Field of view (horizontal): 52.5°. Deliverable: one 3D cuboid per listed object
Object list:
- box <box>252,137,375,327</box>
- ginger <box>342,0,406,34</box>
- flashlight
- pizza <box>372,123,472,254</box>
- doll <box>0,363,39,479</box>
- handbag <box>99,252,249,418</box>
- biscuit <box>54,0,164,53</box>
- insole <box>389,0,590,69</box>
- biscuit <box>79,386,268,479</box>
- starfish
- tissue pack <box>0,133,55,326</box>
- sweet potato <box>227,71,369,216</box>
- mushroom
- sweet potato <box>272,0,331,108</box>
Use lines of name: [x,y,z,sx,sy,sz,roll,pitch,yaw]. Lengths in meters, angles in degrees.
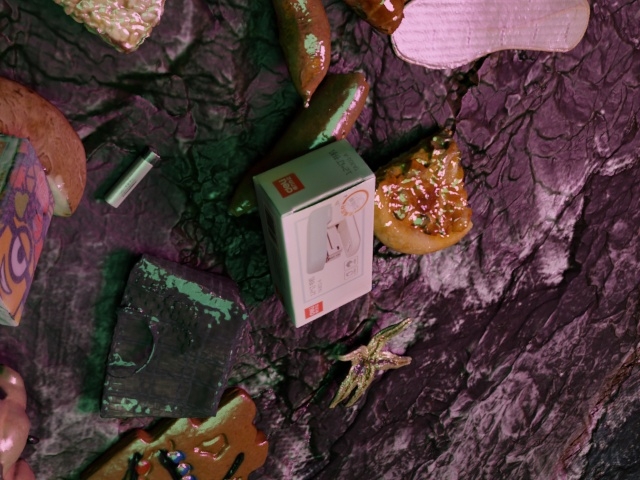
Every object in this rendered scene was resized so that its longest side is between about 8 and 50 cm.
box: [0.000,0.000,0.867,0.135,0.079,0.269,-24,146,-15]
ginger: [0.057,-0.320,0.754,0.162,0.073,0.103,27,102,-37]
flashlight: [-0.226,-0.077,0.780,0.083,0.018,0.018,-48,130,5]
pizza: [0.159,-0.071,0.955,0.292,0.058,0.197,20,95,-47]
doll: [-0.447,0.283,0.758,0.247,0.247,0.350,-13,118,-22]
handbag: [-0.205,0.144,0.897,0.175,0.089,0.271,10,113,-24]
biscuit: [-0.232,-0.260,0.633,0.082,0.070,0.168,-46,132,12]
insole: [0.249,-0.303,0.914,0.348,0.009,0.119,-9,122,-24]
biscuit: [-0.225,0.367,1.037,0.301,0.043,0.278,-5,120,-27]
starfish: [0.087,0.208,1.112,0.216,0.050,0.223,17,121,-42]
tissue pack: [-0.303,-0.010,0.607,0.060,0.148,0.109,5,147,-5]
sweet potato: [-0.025,-0.118,0.839,0.077,0.077,0.244,30,108,-38]
mushroom: [-0.313,-0.112,0.667,0.072,0.094,0.210,-13,138,25]
sweet potato: [-0.026,-0.271,0.750,0.068,0.068,0.226,-21,113,-17]
